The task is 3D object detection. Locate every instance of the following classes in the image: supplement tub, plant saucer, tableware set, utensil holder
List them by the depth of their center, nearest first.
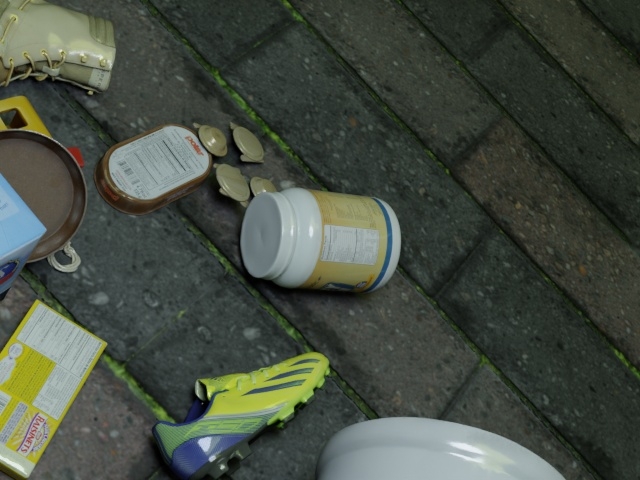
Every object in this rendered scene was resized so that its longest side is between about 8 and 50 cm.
[{"bbox_3d":[0.104,0.447,1.220,0.328,0.327,0.385,32,49,-13],"label":"utensil holder"},{"bbox_3d":[-0.372,-0.056,1.321,0.168,0.168,0.029,21,9,-22],"label":"plant saucer"},{"bbox_3d":[0.000,0.000,1.560,0.200,0.144,0.144,5,59,-32],"label":"supplement tub"},{"bbox_3d":[-0.121,-0.113,1.613,0.141,0.020,0.168,13,48,-50],"label":"tableware set"}]

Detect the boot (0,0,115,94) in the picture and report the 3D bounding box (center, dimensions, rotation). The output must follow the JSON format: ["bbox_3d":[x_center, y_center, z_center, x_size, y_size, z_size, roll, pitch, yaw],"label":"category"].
[{"bbox_3d":[-0.389,-0.240,1.487,0.203,0.095,0.262,20,48,-24],"label":"boot"}]

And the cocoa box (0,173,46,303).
[{"bbox_3d":[-0.513,0.028,1.129,0.231,0.228,0.347,50,46,4],"label":"cocoa box"}]

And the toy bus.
[{"bbox_3d":[-0.375,-0.086,1.385,0.202,0.104,0.191,20,52,-22],"label":"toy bus"}]

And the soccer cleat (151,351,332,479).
[{"bbox_3d":[-0.095,0.205,1.399,0.121,0.093,0.289,47,45,10],"label":"soccer cleat"}]

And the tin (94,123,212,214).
[{"bbox_3d":[-0.235,-0.104,1.542,0.190,0.040,0.106,-32,86,-43],"label":"tin"}]

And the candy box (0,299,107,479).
[{"bbox_3d":[-0.346,0.175,1.287,0.105,0.027,0.206,36,47,-13],"label":"candy box"}]
